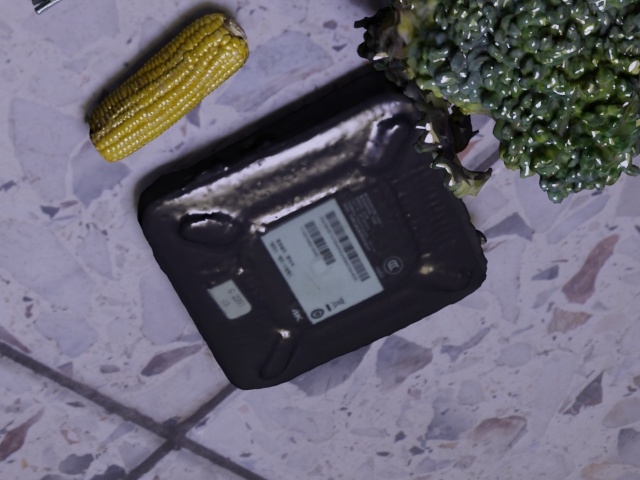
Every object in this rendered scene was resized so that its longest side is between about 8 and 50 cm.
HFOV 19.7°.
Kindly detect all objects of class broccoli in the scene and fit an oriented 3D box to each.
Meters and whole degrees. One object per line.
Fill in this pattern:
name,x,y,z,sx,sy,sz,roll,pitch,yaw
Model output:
broccoli,0.210,-0.209,1.876,0.334,0.324,0.272,20,156,12

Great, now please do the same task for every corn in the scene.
corn,-0.160,-0.159,1.920,0.203,0.072,0.072,-39,133,14

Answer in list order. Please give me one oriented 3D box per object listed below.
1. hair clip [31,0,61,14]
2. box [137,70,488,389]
hair clip,-0.236,-0.264,1.820,0.115,0.030,0.039,-22,133,-3
box,0.000,0.000,2.112,0.350,0.091,0.359,-27,132,1
